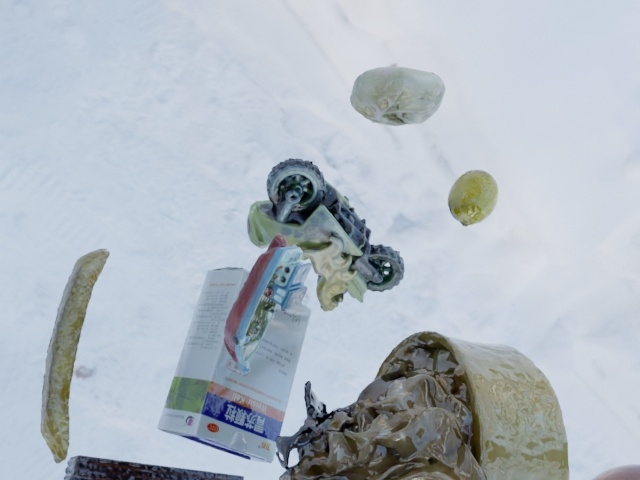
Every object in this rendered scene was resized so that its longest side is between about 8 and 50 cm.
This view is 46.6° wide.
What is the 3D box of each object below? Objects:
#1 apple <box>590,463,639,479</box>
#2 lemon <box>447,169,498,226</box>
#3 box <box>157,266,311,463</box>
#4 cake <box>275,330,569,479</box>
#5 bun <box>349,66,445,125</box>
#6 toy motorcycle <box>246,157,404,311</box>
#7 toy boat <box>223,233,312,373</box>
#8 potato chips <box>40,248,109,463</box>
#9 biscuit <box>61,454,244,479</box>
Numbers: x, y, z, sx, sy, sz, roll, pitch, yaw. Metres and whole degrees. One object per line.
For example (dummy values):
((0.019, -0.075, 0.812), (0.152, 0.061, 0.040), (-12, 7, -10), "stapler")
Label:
((0.485, 0.468, 1.098), (0.253, 0.253, 0.254), (-8, 104, -34), "apple")
((0.261, -0.077, 1.263), (0.082, 0.082, 0.111), (48, 58, -32), "lemon")
((-0.145, 0.223, 1.333), (0.200, 0.106, 0.299), (35, 60, -43), "box")
((0.104, 0.274, 0.969), (0.321, 0.332, 0.332), (10, 94, -22), "cake")
((0.172, -0.314, 1.659), (0.237, 0.210, 0.116), (10, 84, -61), "bun")
((0.000, 0.000, 1.669), (0.410, 0.237, 0.169), (44, 31, -25), "toy motorcycle")
((-0.065, 0.079, 0.883), (0.173, 0.058, 0.069), (-62, 163, 13), "toy boat")
((-0.462, 0.198, 1.365), (0.080, 0.057, 0.407), (22, 68, -42), "potato chips")
((-0.358, 0.524, 1.608), (0.388, 0.107, 0.073), (15, 66, -23), "biscuit")
